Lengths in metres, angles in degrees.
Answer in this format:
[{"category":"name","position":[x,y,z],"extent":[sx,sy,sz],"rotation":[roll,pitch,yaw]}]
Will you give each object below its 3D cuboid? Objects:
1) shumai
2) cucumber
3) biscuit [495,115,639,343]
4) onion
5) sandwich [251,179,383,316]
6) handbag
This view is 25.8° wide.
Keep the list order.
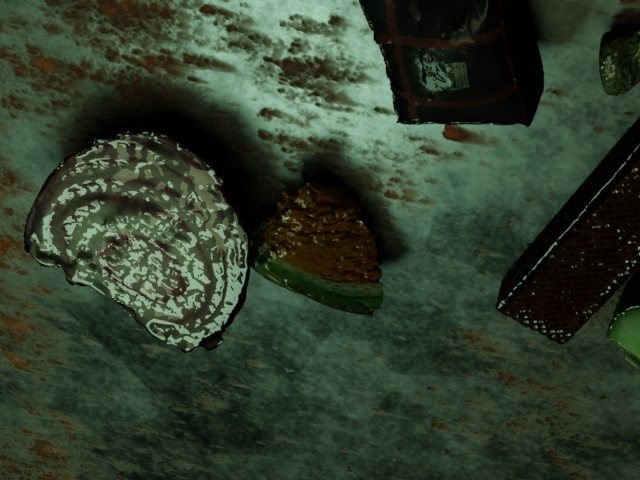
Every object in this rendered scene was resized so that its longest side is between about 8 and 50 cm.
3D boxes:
[{"category":"shumai","position":[0.350,-0.201,1.539],"extent":[0.080,0.082,0.083],"rotation":[-1,153,19]},{"category":"cucumber","position":[0.464,0.122,1.749],"extent":[0.191,0.130,0.191],"rotation":[11,129,14]},{"category":"biscuit","position":[0.354,-0.020,1.696],"extent":[0.107,0.073,0.388],"rotation":[28,134,-7]},{"category":"onion","position":[-0.206,-0.021,1.863],"extent":[0.314,0.146,0.280],"rotation":[39,118,-3]},{"category":"sandwich","position":[0.008,0.004,1.828],"extent":[0.185,0.109,0.160],"rotation":[20,105,-19]},{"category":"handbag","position":[0.142,-0.227,1.531],"extent":[0.169,0.155,0.215],"rotation":[4,134,26]}]
